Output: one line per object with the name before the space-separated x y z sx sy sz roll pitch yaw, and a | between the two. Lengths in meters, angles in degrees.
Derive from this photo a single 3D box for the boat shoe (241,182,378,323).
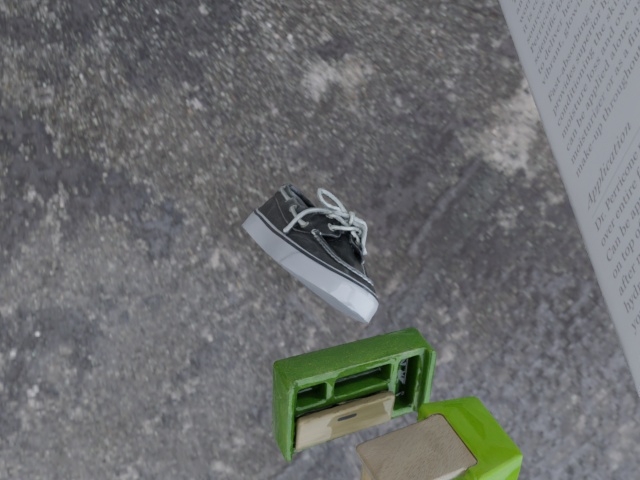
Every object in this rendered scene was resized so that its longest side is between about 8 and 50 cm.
boat shoe | 0.003 0.002 1.229 0.113 0.306 0.105 39 90 -24

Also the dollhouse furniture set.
dollhouse furniture set | 0.059 0.265 0.966 0.151 0.197 0.301 -14 130 -22

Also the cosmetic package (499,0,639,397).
cosmetic package | 0.233 -0.148 0.579 0.162 0.453 0.230 6 135 -12
